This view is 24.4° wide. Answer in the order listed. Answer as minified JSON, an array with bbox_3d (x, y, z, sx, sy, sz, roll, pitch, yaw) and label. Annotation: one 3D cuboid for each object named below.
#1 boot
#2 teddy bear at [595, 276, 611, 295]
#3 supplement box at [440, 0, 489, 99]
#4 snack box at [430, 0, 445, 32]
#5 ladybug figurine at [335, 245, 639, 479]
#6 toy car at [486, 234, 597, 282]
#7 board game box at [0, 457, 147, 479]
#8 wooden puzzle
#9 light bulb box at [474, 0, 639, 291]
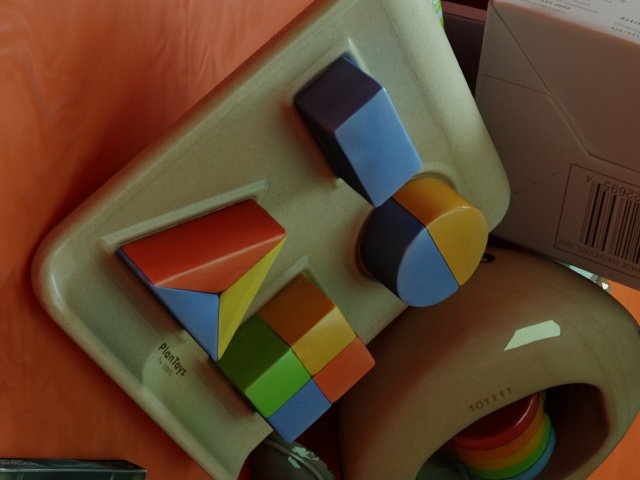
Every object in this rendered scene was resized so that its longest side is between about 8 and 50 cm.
[{"bbox_3d":[-0.064,0.278,1.247,0.208,0.076,0.189,-53,145,-21],"label":"boot"},{"bbox_3d":[0.284,0.139,1.755,0.245,0.113,0.338,-36,135,-53],"label":"teddy bear"},{"bbox_3d":[0.198,-0.258,1.404,0.239,0.073,0.130,-61,152,-22],"label":"supplement box"},{"bbox_3d":[0.029,-0.090,1.191,0.207,0.070,0.174,-54,147,-32],"label":"snack box"},{"bbox_3d":[0.148,0.140,1.377,0.305,0.162,0.449,-27,150,-3],"label":"ladybug figurine"},{"bbox_3d":[0.212,-0.031,1.517,0.136,0.159,0.182,25,82,-26],"label":"toy car"},{"bbox_3d":[-0.193,0.209,0.999,0.186,0.026,0.126,17,91,-63],"label":"board game box"},{"bbox_3d":[0.000,0.000,1.062,0.348,0.080,0.322,-46,142,-10],"label":"wooden puzzle"},{"bbox_3d":[0.367,-0.125,1.328,0.361,0.358,0.225,-40,145,-48],"label":"light bulb box"}]
